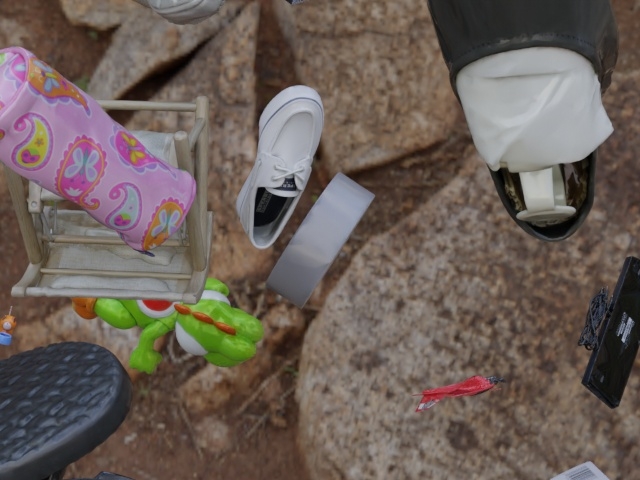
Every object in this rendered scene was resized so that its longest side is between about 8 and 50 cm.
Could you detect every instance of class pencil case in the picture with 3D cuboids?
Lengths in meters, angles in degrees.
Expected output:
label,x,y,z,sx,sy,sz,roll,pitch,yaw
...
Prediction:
label,x,y,z,sx,sy,sz,roll,pitch,yaw
pencil case,-0.270,-0.095,1.180,0.284,0.124,0.124,39,11,-44

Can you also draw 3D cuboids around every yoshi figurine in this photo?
label,x,y,z,sx,sy,sz,roll,pitch,yaw
yoshi figurine,-0.262,0.140,1.916,0.362,0.203,0.203,22,23,19

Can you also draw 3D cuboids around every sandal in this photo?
label,x,y,z,sx,sy,sz,roll,pitch,yaw
sandal,-0.317,0.202,0.821,0.445,0.107,0.167,-24,25,18

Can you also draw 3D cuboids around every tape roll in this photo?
label,x,y,z,sx,sy,sz,roll,pitch,yaw
tape roll,0.000,0.000,1.675,0.072,0.219,0.219,32,39,2

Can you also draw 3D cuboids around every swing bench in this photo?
label,x,y,z,sx,sy,sz,roll,pitch,yaw
swing bench,-0.282,-0.056,1.411,0.253,0.255,0.165,3,26,4

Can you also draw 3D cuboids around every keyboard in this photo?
label,x,y,z,sx,sy,sz,roll,pitch,yaw
keyboard,0.360,0.104,1.297,0.038,0.100,0.192,-7,48,50

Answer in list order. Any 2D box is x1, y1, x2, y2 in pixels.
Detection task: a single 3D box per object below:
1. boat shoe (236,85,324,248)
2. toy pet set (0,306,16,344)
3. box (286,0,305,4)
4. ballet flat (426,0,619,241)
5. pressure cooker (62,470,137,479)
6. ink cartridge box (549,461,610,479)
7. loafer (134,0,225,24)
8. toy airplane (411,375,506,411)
label,x,y,z,sx,sy,sz,roll,pitch,yaw
boat shoe,-0.050,-0.096,1.471,0.095,0.258,0.084,1,44,-19
toy pet set,-0.352,0.042,1.023,0.122,0.065,0.114,18,7,-16
box,0.006,-0.422,1.352,0.163,0.142,0.247,40,40,19
ballet flat,0.128,-0.073,0.601,0.095,0.280,0.096,-8,67,17
pressure cooker,-0.304,0.489,1.306,0.370,0.420,0.375,-5,74,-15
ink cartridge box,0.365,0.438,1.139,0.069,0.371,0.176,-23,12,-4
loafer,-0.177,-0.337,1.365,0.111,0.112,0.319,19,10,-30
toy airplane,0.199,0.218,1.516,0.151,0.151,0.028,-9,76,-23
